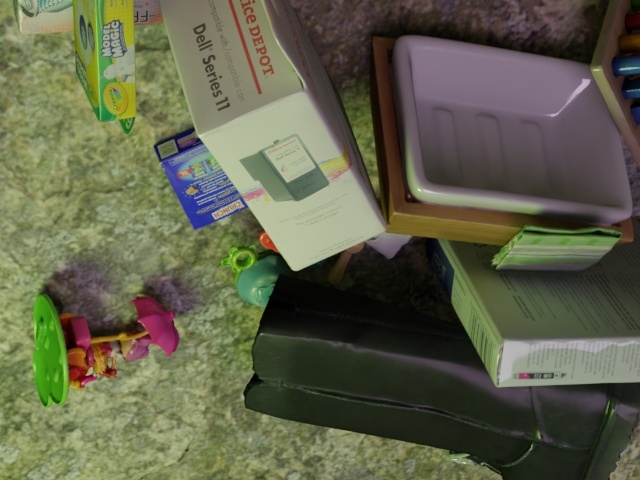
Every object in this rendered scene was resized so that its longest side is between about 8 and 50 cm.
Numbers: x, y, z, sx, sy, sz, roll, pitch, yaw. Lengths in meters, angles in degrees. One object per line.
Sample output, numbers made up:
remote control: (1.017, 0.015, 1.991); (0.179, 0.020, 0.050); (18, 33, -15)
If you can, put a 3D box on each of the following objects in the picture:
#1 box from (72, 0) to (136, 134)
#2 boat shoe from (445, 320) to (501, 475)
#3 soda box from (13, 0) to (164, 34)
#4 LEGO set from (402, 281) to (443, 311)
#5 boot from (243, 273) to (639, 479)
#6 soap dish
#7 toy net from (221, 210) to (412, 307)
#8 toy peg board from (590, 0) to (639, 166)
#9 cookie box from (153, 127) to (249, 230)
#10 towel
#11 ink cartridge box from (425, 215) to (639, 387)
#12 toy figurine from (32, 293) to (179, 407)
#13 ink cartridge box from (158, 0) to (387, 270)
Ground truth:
box: (-0.214, -0.199, 1.657); (0.043, 0.105, 0.179); (-12, 129, -16)
boat shoe: (0.196, 0.237, 2.188); (0.105, 0.113, 0.306); (-30, 126, 14)
soda box: (-0.221, -0.256, 1.718); (0.183, 0.058, 0.063); (-7, 128, -13)
LEGO set: (0.119, 0.080, 2.100); (0.083, 0.023, 0.054); (-43, 126, 16)
boot: (0.123, 0.229, 2.032); (0.445, 0.146, 0.367); (9, 129, -3)
soap dish: (0.191, -0.101, 1.866); (0.291, 0.229, 0.118); (6, 150, -20)
toy net: (0.000, 0.000, 1.992); (0.232, 0.045, 0.122); (-25, 127, 0)
toy peg board: (0.379, -0.196, 1.877); (0.079, 0.161, 0.161); (-5, 137, 32)
cookie box: (-0.124, -0.075, 1.895); (0.092, 0.040, 0.107); (-23, 129, 0)
towel: (0.255, 0.007, 1.832); (0.113, 0.023, 0.152); (1, 165, -7)
ink cartridge box: (0.317, 0.062, 1.936); (0.330, 0.324, 0.071); (1, 114, -11)
toy figurine: (-0.246, 0.126, 1.977); (0.159, 0.130, 0.173); (-9, 150, -23)
ink cartridge box: (-0.058, -0.148, 1.697); (0.119, 0.207, 0.353); (-23, 146, 7)
